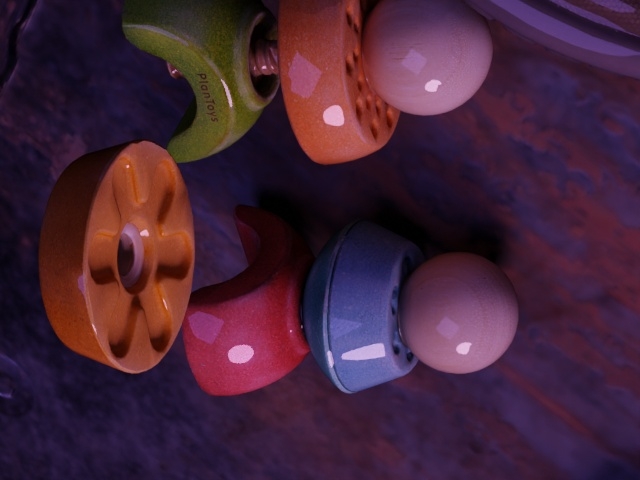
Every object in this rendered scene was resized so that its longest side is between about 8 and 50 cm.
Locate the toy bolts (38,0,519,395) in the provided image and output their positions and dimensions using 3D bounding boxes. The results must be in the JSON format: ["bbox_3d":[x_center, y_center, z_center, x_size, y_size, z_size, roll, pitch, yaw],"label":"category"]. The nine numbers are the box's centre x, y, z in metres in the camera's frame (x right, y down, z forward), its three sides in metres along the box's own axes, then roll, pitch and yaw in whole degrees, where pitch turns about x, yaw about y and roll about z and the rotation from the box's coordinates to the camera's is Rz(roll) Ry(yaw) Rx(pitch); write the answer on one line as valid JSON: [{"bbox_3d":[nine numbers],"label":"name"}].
[{"bbox_3d":[0.000,0.000,0.766,0.158,0.218,0.228,2,136,22],"label":"toy bolts"}]

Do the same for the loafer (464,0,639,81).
[{"bbox_3d":[0.061,-0.195,0.641,0.366,0.134,0.130,37,129,6],"label":"loafer"}]
